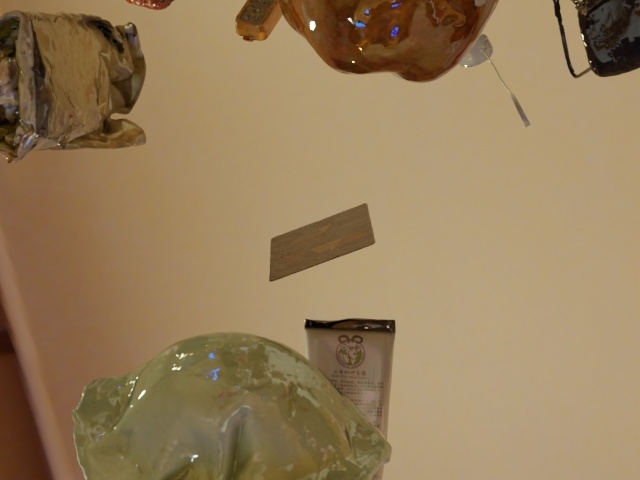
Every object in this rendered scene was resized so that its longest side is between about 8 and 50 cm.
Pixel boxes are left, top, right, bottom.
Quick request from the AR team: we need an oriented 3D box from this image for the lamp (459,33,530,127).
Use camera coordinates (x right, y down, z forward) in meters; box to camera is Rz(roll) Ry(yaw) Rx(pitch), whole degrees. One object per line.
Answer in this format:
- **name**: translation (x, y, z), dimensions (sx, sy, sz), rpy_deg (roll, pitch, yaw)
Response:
- **lamp**: translation (0.244, -0.220, 2.087), dimensions (0.050, 0.056, 0.198), rpy_deg (57, -172, -42)

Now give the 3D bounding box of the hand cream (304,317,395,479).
- **hand cream**: translation (0.033, 0.260, 1.887), dimensions (0.121, 0.076, 0.335), rpy_deg (5, -106, -11)

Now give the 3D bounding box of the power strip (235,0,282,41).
- **power strip**: translation (-0.066, -0.346, 2.069), dimensions (0.028, 0.049, 0.178), rpy_deg (83, -151, -51)

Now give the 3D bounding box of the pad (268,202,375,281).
- **pad**: translation (0.000, 0.000, 1.904), dimensions (0.211, 0.143, 0.003), rpy_deg (-98, -13, -75)

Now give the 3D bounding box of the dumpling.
- **dumpling**: translation (-0.096, 0.245, 1.729), dimensions (0.212, 0.321, 0.270), rpy_deg (34, -140, -54)

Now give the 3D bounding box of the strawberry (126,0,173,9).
- **strawberry**: translation (-0.257, -0.378, 2.203), dimensions (0.073, 0.083, 0.073), rpy_deg (5, -96, -55)

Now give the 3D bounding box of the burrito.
- **burrito**: translation (-0.347, -0.204, 1.976), dimensions (0.332, 0.135, 0.190), rpy_deg (-15, -82, -69)

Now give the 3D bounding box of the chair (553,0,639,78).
- **chair**: translation (0.440, -0.318, 2.175), dimensions (0.221, 0.140, 0.145), rpy_deg (-105, -2, -79)

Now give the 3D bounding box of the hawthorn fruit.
- **hawthorn fruit**: translation (0.074, -0.274, 1.348), dimensions (0.208, 0.248, 0.208), rpy_deg (14, -152, -7)
